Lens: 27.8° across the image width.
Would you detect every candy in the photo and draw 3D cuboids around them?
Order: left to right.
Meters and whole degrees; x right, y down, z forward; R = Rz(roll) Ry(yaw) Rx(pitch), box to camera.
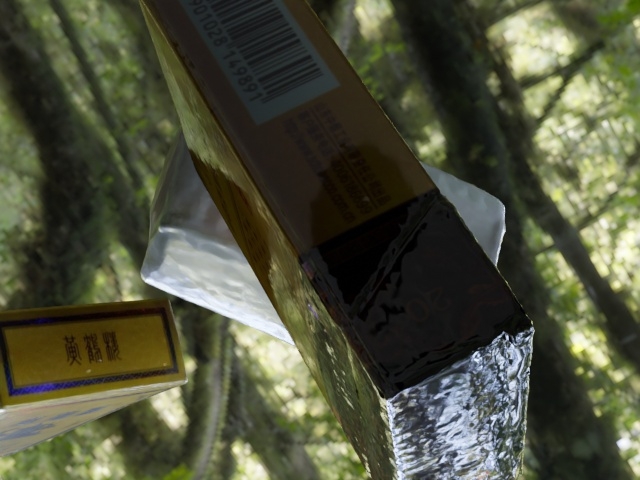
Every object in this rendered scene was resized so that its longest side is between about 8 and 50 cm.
[{"bbox_3d":[0.000,-0.001,1.322,0.145,0.358,0.208,125,-15,-52],"label":"candy"}]

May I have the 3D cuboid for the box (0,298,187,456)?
[{"bbox_3d":[-0.287,0.137,1.150,0.301,0.084,0.192,-25,166,41],"label":"box"}]

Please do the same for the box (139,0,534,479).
[{"bbox_3d":[0.010,-0.003,0.996,0.115,0.264,0.415,-26,-122,-11],"label":"box"}]

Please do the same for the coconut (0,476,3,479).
[{"bbox_3d":[-0.543,0.332,1.511,0.352,0.353,0.353,-29,-160,12],"label":"coconut"}]
